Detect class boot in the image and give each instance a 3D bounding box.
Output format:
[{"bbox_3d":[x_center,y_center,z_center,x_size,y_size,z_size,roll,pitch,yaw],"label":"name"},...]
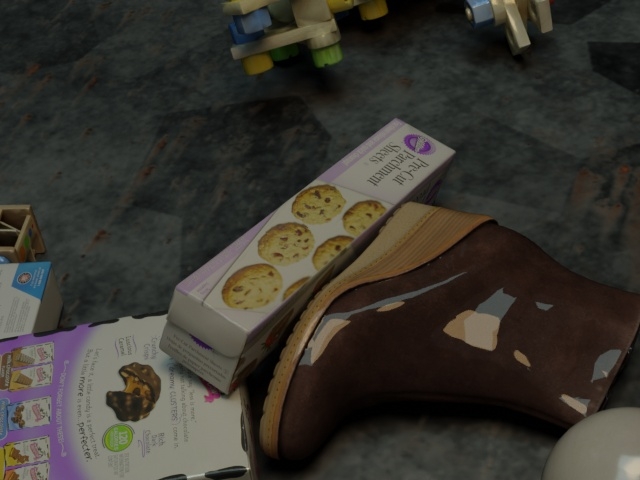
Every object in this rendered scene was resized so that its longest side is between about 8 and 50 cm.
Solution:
[{"bbox_3d":[0.096,0.088,0.898,0.207,0.090,0.248,26,61,21],"label":"boot"}]

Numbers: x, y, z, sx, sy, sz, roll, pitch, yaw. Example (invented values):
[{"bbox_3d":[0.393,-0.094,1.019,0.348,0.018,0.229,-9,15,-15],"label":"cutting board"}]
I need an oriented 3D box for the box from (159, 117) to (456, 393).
[{"bbox_3d":[0.000,0.000,0.962,0.067,0.063,0.324,33,39,15],"label":"box"}]

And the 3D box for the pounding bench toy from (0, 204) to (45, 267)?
[{"bbox_3d":[-0.285,0.011,1.066,0.083,0.052,0.065,-1,43,8],"label":"pounding bench toy"}]

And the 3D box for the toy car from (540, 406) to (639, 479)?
[{"bbox_3d":[0.224,0.139,0.779,0.238,0.219,0.210,-14,32,39],"label":"toy car"}]

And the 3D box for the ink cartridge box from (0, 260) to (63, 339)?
[{"bbox_3d":[-0.276,0.066,1.004,0.122,0.052,0.088,-2,42,4],"label":"ink cartridge box"}]

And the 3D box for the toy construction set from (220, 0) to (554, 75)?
[{"bbox_3d":[0.059,-0.252,1.233,0.328,0.151,0.215,-5,17,-8],"label":"toy construction set"}]

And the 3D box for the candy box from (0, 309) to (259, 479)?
[{"bbox_3d":[-0.146,0.135,0.894,0.196,0.070,0.165,-9,41,-1],"label":"candy box"}]
